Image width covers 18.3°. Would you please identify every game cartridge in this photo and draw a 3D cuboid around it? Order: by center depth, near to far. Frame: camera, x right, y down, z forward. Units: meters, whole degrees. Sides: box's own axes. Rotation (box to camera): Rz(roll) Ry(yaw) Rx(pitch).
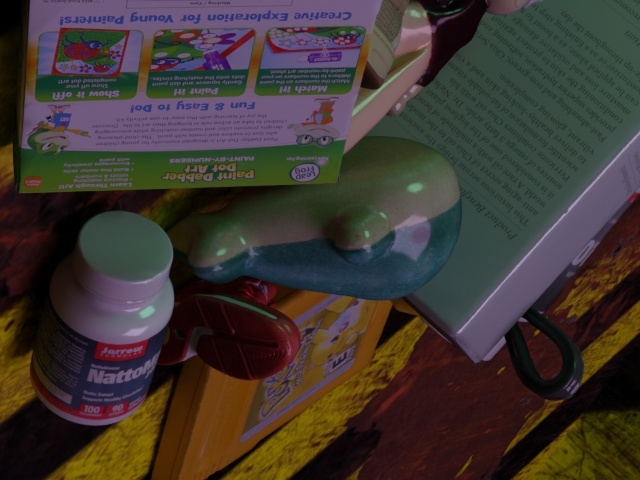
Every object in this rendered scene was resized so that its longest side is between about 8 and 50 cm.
[{"bbox_3d":[-0.037,0.121,2.179,0.323,0.052,0.285,-35,156,-36],"label":"game cartridge"}]

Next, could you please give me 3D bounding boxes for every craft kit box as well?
[{"bbox_3d":[-0.091,-0.131,1.419,0.249,0.061,0.247,-2,141,-13],"label":"craft kit box"}]

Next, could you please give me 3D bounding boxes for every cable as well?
[{"bbox_3d":[0.187,0.062,2.083,0.139,0.287,0.072,-51,144,-6],"label":"cable"}]

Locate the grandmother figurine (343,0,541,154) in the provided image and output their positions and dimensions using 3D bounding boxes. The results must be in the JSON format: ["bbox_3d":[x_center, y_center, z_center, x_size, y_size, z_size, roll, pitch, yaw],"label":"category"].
[{"bbox_3d":[0.085,-0.184,1.807,0.342,0.104,0.208,-36,166,-23],"label":"grandmother figurine"}]

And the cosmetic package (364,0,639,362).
[{"bbox_3d":[0.217,-0.126,1.989,0.453,0.230,0.161,-47,161,-2],"label":"cosmetic package"}]

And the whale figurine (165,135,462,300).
[{"bbox_3d":[0.000,0.000,1.817,0.272,0.216,0.141,-18,111,-19],"label":"whale figurine"}]

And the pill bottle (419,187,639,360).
[{"bbox_3d":[0.234,-0.008,2.333,0.283,0.161,0.161,-52,159,12],"label":"pill bottle"}]

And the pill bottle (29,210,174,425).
[{"bbox_3d":[-0.183,0.065,1.698,0.108,0.108,0.180,-31,154,-38],"label":"pill bottle"}]

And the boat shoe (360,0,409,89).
[{"bbox_3d":[-0.012,-0.230,1.514,0.110,0.121,0.341,-64,158,-10],"label":"boat shoe"}]

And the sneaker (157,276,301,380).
[{"bbox_3d":[-0.070,0.059,1.823,0.128,0.221,0.087,-33,116,-35],"label":"sneaker"}]
